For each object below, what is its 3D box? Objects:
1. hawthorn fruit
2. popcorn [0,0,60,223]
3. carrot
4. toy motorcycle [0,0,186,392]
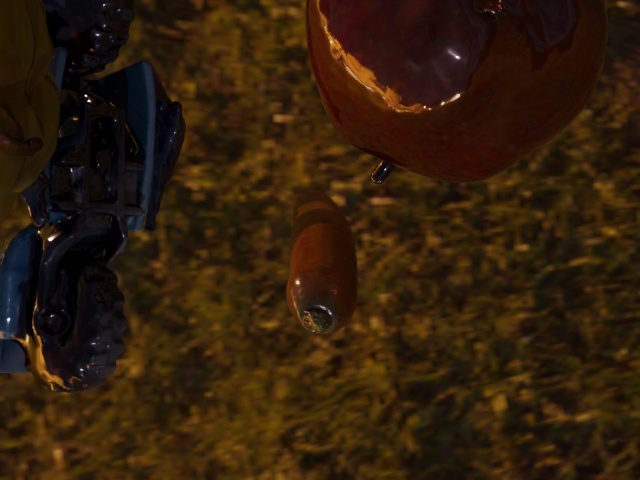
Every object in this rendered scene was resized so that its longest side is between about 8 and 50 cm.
[{"bbox_3d":[0.079,-0.128,1.264,0.208,0.208,0.248,52,145,19],"label":"hawthorn fruit"},{"bbox_3d":[-0.195,-0.043,0.658,0.192,0.233,0.266,13,107,20],"label":"popcorn"},{"bbox_3d":[0.000,0.000,1.602,0.062,0.271,0.066,-22,117,10],"label":"carrot"},{"bbox_3d":[-0.253,-0.070,1.734,0.232,0.172,0.416,-2,88,45],"label":"toy motorcycle"}]
